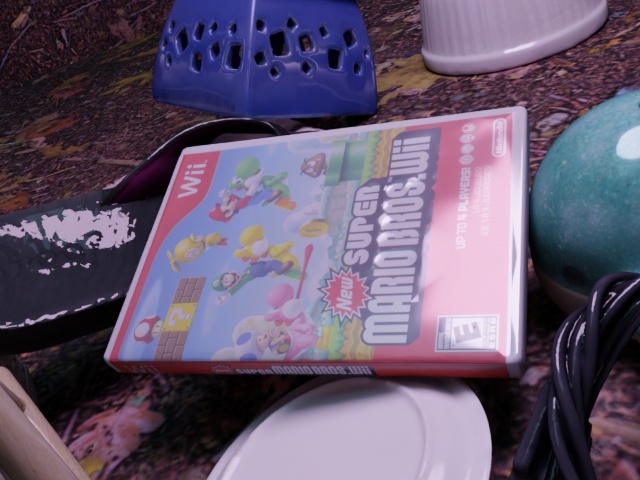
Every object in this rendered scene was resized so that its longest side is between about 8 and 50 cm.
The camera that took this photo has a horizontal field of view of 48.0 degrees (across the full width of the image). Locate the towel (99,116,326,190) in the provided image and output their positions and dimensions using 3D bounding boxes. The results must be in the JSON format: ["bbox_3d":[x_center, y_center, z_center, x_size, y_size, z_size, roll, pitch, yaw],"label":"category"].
[{"bbox_3d":[-0.143,-0.068,0.911,0.332,0.053,0.317,-33,29,-23],"label":"towel"}]

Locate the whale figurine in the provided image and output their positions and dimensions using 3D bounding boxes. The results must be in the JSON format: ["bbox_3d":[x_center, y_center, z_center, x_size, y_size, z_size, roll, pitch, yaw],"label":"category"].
[{"bbox_3d":[0.256,-0.017,0.436,0.216,0.141,0.272,-36,33,-26],"label":"whale figurine"}]

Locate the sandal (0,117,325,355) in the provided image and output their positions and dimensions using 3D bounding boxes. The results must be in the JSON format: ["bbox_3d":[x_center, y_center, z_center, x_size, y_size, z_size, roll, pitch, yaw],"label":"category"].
[{"bbox_3d":[-0.113,-0.031,0.657,0.446,0.107,0.167,-24,55,-35],"label":"sandal"}]

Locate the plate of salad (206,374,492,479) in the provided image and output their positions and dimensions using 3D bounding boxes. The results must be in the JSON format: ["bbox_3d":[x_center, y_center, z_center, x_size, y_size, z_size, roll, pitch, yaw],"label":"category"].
[{"bbox_3d":[0.008,0.147,0.419,0.200,0.048,0.200,-27,25,13],"label":"plate of salad"}]

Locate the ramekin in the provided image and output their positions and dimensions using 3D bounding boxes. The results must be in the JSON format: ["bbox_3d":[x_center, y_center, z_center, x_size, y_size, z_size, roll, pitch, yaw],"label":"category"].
[{"bbox_3d":[0.268,-0.355,1.051,0.273,0.127,0.273,-17,28,9],"label":"ramekin"}]

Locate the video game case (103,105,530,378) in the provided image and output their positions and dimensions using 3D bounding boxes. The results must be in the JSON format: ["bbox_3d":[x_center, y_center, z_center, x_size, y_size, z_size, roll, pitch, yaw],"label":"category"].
[{"bbox_3d":[0.000,0.000,0.511,0.285,0.025,0.204,-4,53,22],"label":"video game case"}]

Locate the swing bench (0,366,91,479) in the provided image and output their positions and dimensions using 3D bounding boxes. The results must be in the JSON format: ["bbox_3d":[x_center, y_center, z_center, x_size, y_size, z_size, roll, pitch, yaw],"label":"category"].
[{"bbox_3d":[-0.179,0.200,0.274,0.253,0.165,0.254,-39,76,-21],"label":"swing bench"}]

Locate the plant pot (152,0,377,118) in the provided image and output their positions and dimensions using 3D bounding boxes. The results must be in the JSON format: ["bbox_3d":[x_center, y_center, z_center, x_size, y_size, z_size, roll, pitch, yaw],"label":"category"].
[{"bbox_3d":[-0.073,-0.284,0.984,0.236,0.212,0.236,-9,20,-41],"label":"plant pot"}]

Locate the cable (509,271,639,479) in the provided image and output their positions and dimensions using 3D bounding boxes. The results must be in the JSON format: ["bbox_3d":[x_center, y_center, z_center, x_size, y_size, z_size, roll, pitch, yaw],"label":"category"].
[{"bbox_3d":[0.178,0.088,0.333,0.151,0.047,0.184,17,68,35],"label":"cable"}]

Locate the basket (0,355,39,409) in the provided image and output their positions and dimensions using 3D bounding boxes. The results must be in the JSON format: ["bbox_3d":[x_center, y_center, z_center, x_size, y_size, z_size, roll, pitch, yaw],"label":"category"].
[{"bbox_3d":[-0.309,0.140,0.594,0.113,0.103,0.167,-28,27,-14],"label":"basket"}]
